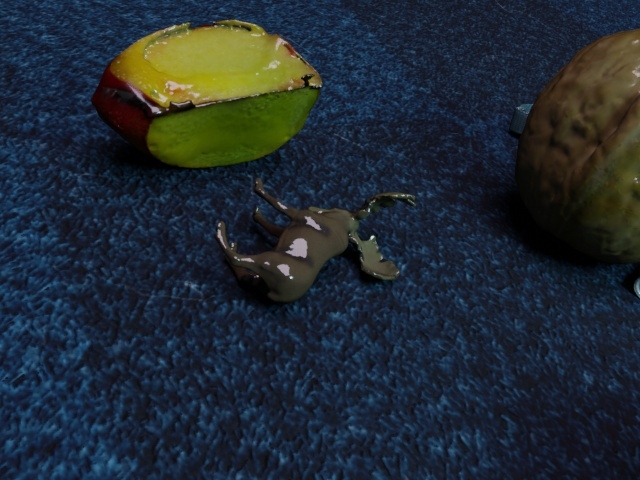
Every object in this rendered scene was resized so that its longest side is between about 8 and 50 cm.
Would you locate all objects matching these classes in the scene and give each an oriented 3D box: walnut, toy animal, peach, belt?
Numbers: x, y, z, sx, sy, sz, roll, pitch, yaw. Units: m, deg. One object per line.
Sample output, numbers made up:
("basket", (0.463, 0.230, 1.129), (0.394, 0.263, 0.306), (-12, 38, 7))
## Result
("walnut", (0.412, -0.124, 0.898), (0.252, 0.313, 0.277), (11, 29, -35))
("toy animal", (0.000, 0.000, 0.784), (0.186, 0.093, 0.214), (22, 46, 13))
("peach", (-0.154, -0.176, 0.873), (0.267, 0.154, 0.159), (-18, 59, -23))
("belt", (0.409, -0.199, 1.185), (0.179, 0.065, 0.100), (-7, 36, -24))

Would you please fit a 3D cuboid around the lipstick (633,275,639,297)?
("lipstick", (0.469, 0.039, 0.939), (0.040, 0.040, 0.141), (39, 43, 25))
